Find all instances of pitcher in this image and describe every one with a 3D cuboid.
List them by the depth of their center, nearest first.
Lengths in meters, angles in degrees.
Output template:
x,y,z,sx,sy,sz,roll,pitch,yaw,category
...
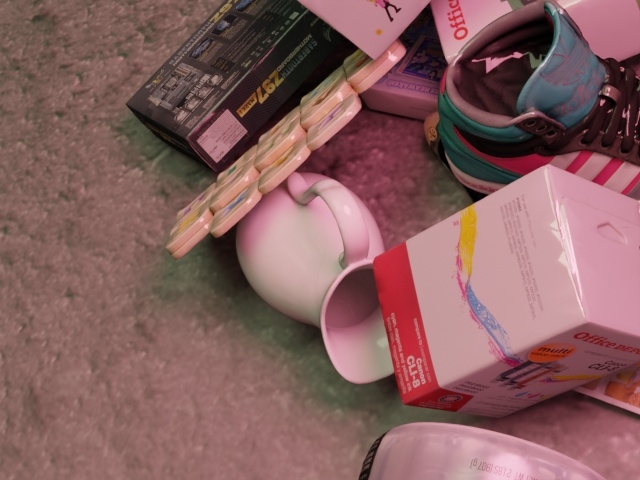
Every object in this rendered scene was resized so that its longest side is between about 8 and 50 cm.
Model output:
x,y,z,sx,sy,sz,roll,pitch,yaw,category
0.000,0.000,1.111,0.125,0.177,0.207,-19,33,-15,pitcher

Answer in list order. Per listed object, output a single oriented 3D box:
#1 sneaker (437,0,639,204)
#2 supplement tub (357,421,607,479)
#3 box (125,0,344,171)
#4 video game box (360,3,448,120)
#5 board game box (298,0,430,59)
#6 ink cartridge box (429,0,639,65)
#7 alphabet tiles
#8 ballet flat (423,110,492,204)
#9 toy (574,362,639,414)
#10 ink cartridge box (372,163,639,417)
x,y,z,sx,sy,sz,roll,pitch,yaw,category
0.222,-0.110,1.019,0.296,0.178,0.123,3,65,24,sneaker
0.080,0.297,0.841,0.194,0.193,0.316,2,59,32,supplement tub
-0.083,-0.192,1.367,0.232,0.059,0.183,-47,33,-8,box
0.162,-0.194,1.254,0.205,0.048,0.187,17,65,39,video game box
0.074,-0.322,1.177,0.224,0.097,0.303,-46,21,19,board game box
0.209,-0.226,1.154,0.219,0.092,0.160,-23,48,14,ink cartridge box
-0.035,-0.094,1.201,0.284,0.021,0.278,-42,11,10,alphabet tiles
0.136,-0.064,1.162,0.049,0.057,0.173,-11,44,-24,ballet flat
0.294,0.076,0.968,0.237,0.056,0.137,17,69,39,toy
0.154,0.045,0.976,0.176,0.128,0.127,-31,58,37,ink cartridge box
